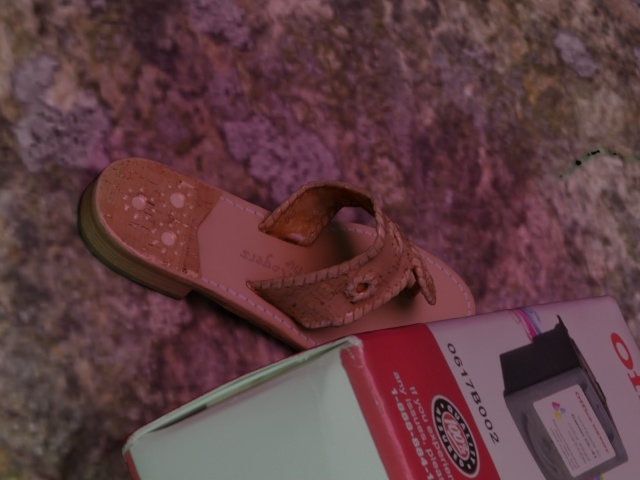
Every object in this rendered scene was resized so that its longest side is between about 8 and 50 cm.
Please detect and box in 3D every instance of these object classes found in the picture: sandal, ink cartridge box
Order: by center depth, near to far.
[{"bbox_3d":[0.074,0.152,0.896,0.306,0.131,0.226,-6,70,-61],"label":"ink cartridge box"},{"bbox_3d":[0.000,0.006,1.024,0.240,0.079,0.088,18,59,-25],"label":"sandal"}]
